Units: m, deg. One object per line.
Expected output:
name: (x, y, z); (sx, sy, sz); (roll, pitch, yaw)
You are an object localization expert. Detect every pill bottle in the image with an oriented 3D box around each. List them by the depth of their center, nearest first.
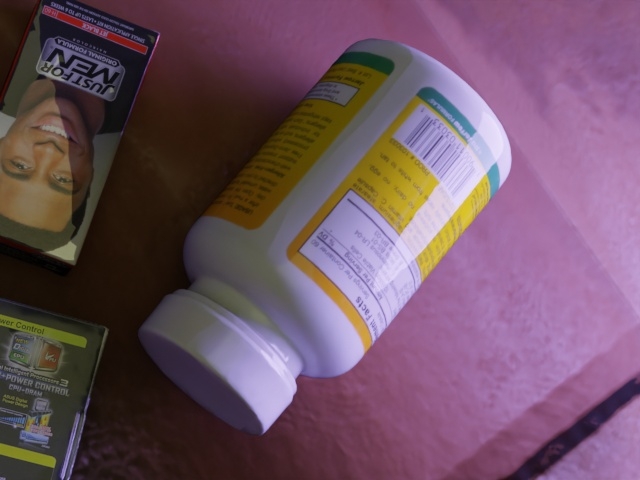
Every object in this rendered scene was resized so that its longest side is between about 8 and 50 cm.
pill bottle: (0.000, 0.000, 1.028); (0.117, 0.117, 0.208); (41, 72, -5)

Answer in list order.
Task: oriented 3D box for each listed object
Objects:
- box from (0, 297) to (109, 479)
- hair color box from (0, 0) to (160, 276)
box: (-0.266, 0.114, 0.966); (0.270, 0.060, 0.216); (16, 76, -12)
hair color box: (-0.146, -0.059, 1.039); (0.072, 0.043, 0.141); (20, 76, -11)
